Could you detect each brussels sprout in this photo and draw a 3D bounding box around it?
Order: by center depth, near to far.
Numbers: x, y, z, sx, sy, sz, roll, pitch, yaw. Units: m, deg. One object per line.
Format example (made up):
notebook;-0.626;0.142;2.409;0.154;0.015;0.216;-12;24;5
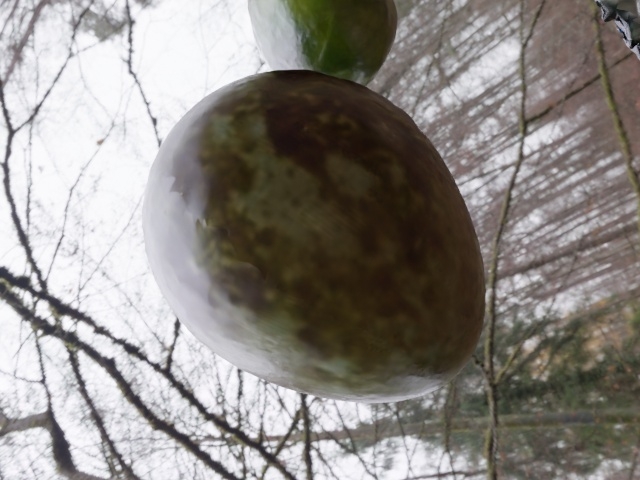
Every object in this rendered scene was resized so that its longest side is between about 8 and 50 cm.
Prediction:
brussels sprout;-0.003;-0.228;0.590;0.161;0.144;0.180;45;-163;-44

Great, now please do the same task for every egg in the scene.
egg;0.000;0.000;0.465;0.290;0.238;0.238;36;-144;12

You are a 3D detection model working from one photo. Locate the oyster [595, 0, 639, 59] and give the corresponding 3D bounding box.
oyster;0.220;-0.179;0.277;0.092;0.198;0.259;-2;-78;-14
